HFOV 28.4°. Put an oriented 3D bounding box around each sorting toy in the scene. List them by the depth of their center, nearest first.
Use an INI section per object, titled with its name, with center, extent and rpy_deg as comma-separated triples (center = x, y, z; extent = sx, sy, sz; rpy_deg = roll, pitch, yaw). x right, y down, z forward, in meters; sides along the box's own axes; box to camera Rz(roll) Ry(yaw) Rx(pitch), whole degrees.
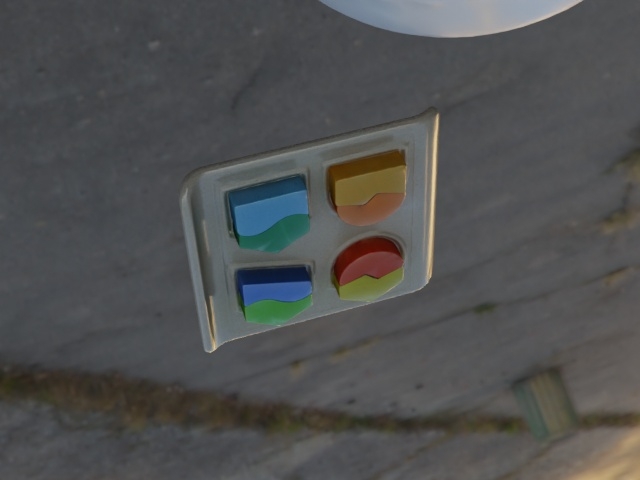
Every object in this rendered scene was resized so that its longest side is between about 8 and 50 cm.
[sorting toy]
center = 0.000, 0.000, 0.972
extent = 0.208, 0.038, 0.193
rpy_deg = -18, 139, -13

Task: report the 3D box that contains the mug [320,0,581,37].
[mug]
center = 0.009, -0.297, 0.578
extent = 0.276, 0.374, 0.328
rpy_deg = -62, 166, -5
